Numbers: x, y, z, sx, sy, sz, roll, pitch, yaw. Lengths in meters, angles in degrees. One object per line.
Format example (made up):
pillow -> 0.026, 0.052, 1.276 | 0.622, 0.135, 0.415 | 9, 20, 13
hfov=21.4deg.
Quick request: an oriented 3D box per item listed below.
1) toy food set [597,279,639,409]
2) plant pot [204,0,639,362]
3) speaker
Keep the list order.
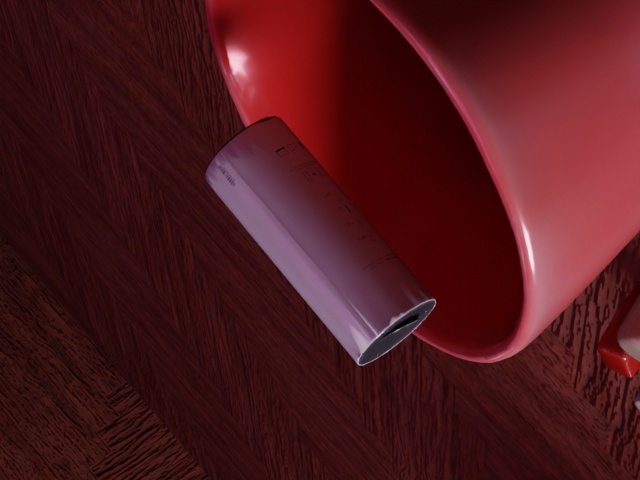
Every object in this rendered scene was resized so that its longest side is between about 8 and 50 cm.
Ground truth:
toy food set -> 0.261, 0.062, 1.120 | 0.111, 0.104, 0.232 | 26, 166, 32
plant pot -> 0.112, -0.108, 0.912 | 0.275, 0.243, 0.275 | 47, 160, 24
speaker -> 0.000, 0.000, 0.903 | 0.136, 0.055, 0.055 | 50, 161, 14
